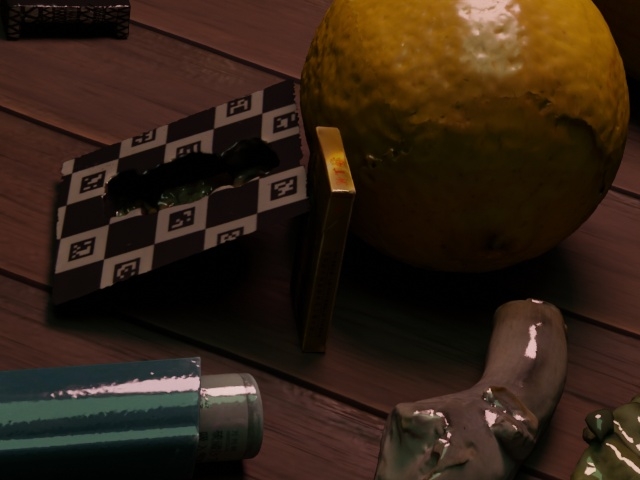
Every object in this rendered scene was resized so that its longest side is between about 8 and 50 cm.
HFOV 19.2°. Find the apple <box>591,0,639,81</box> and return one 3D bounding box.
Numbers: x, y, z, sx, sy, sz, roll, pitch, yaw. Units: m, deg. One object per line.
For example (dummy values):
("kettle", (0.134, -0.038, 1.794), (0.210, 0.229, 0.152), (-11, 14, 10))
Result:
("apple", (0.381, -0.298, 1.809), (0.339, 0.339, 0.339), (7, 37, -5))

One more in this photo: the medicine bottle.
("medicine bottle", (-0.174, 0.120, 1.323), (0.258, 0.079, 0.124), (-1, 38, -16))

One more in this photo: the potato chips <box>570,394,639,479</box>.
("potato chips", (0.360, 0.200, 1.334), (0.373, 0.097, 0.389), (-9, 41, -15))

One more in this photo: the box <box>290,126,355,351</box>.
("box", (0.000, 0.000, 1.460), (0.022, 0.156, 0.089), (1, 39, -12))

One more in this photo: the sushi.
("sushi", (-0.105, -0.025, 1.520), (0.215, 0.050, 0.192), (-20, 37, 10))

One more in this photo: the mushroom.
("mushroom", (0.117, 0.129, 1.379), (0.096, 0.099, 0.278), (37, 38, 12))

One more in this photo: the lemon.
("lemon", (0.116, -0.110, 1.543), (0.293, 0.293, 0.293), (7, 37, -5))

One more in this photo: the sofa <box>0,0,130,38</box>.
("sofa", (-0.242, -0.220, 1.795), (0.118, 0.039, 0.060), (-3, 37, -17))
